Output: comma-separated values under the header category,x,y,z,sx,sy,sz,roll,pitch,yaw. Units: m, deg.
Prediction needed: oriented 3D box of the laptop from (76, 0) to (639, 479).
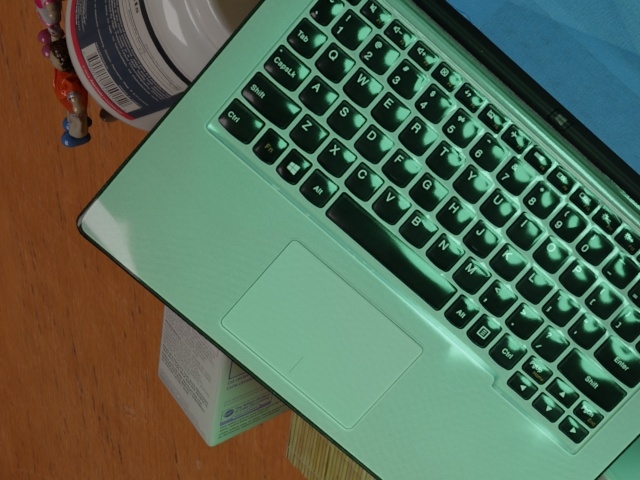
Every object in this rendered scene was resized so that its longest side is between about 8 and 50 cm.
category,x,y,z,sx,sy,sz,roll,pitch,yaw
laptop,0.111,-0.015,0.662,0.382,0.408,0.236,41,-171,-7

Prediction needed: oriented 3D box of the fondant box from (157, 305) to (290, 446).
category,x,y,z,sx,sy,sz,roll,pitch,yaw
fondant box,0.000,0.000,0.971,0.096,0.238,0.330,49,145,29

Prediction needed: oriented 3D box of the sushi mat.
category,x,y,z,sx,sy,sz,roll,pitch,yaw
sushi mat,0.024,0.178,1.268,0.151,0.019,0.316,44,142,34

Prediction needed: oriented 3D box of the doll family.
category,x,y,z,sx,sy,sz,roll,pitch,yaw
doll family,-0.266,-0.247,1.362,0.163,0.118,0.263,96,156,-49

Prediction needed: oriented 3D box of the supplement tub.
category,x,y,z,sx,sy,sz,roll,pitch,yaw
supplement tub,-0.090,-0.201,1.019,0.272,0.191,0.191,-5,106,58

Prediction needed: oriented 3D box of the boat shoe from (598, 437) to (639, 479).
category,x,y,z,sx,sy,sz,roll,pitch,yaw
boat shoe,0.206,0.141,0.910,0.258,0.095,0.084,53,152,41
